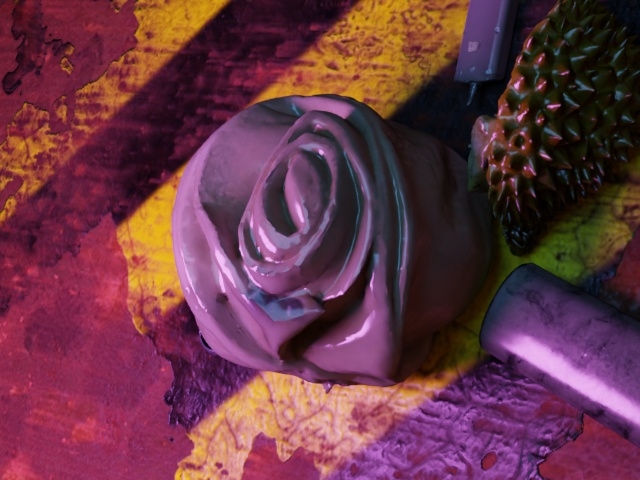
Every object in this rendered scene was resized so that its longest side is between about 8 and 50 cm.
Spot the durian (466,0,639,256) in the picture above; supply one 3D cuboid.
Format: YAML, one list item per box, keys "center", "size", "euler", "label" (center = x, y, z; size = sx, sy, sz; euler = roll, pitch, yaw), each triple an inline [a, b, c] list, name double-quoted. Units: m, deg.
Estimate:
- center: [0.249, -0.129, 1.634]
  size: [0.166, 0.172, 0.306]
  euler: [27, 103, 67]
  label: "durian"

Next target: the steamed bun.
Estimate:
- center: [0.000, 0.000, 1.689]
  size: [0.368, 0.255, 0.342]
  euler: [9, 87, 19]
  label: "steamed bun"

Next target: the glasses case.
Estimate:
- center: [0.298, 0.129, 1.555]
  size: [0.299, 0.060, 0.114]
  euler: [33, 100, 43]
  label: "glasses case"

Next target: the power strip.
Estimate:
- center: [0.205, -0.279, 1.799]
  size: [0.060, 0.027, 0.252]
  euler: [4, 78, 41]
  label: "power strip"

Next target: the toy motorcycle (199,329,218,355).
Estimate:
- center: [-0.061, 0.067, 1.880]
  size: [0.152, 0.073, 0.225]
  euler: [37, 100, 37]
  label: "toy motorcycle"
